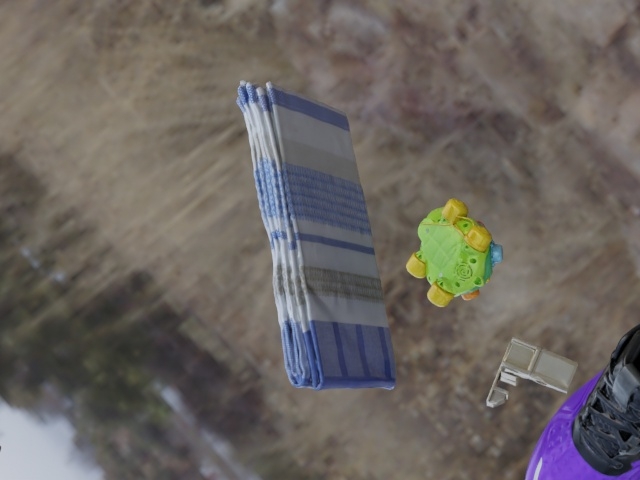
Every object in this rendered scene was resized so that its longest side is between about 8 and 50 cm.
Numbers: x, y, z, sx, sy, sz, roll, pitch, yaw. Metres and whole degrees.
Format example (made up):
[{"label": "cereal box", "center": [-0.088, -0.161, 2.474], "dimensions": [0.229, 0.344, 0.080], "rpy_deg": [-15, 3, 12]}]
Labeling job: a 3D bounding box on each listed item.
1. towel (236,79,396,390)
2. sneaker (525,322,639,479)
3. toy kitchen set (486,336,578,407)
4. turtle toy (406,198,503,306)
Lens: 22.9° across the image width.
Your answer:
[{"label": "towel", "center": [0.000, 0.000, 1.459], "dimensions": [0.209, 0.034, 0.285], "rpy_deg": [9, -112, -65]}, {"label": "sneaker", "center": [0.268, 0.132, 1.344], "dimensions": [0.102, 0.293, 0.146], "rpy_deg": [49, -165, 23]}, {"label": "toy kitchen set", "center": [0.220, 0.152, 1.653], "dimensions": [0.075, 0.068, 0.083], "rpy_deg": [22, 168, 12]}, {"label": "turtle toy", "center": [0.139, 0.008, 1.621], "dimensions": [0.066, 0.095, 0.130], "rpy_deg": [17, -155, -37]}]
